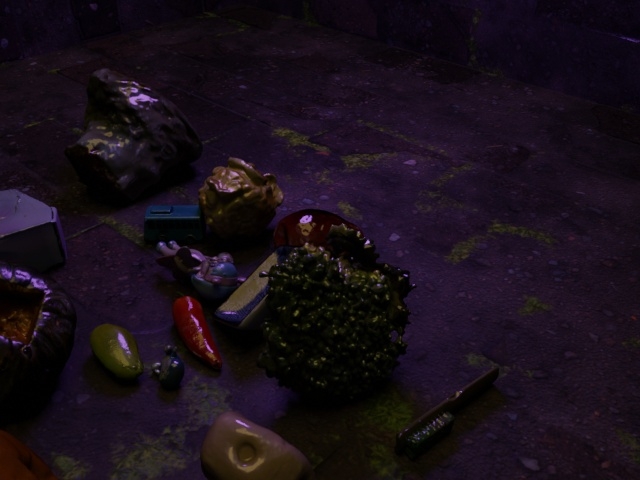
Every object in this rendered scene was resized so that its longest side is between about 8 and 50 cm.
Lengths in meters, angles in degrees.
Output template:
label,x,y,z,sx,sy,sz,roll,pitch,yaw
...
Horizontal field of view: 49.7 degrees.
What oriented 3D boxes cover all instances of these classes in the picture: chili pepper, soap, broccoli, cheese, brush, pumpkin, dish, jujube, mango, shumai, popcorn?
label,x,y,z,sx,sy,sz,roll,pitch,yaw
chili pepper,-0.280,0.188,1.520,0.071,0.063,0.272,-24,42,-12
soap,-0.872,0.002,1.715,0.445,0.156,0.261,-9,34,-14
broccoli,0.025,0.140,1.345,0.334,0.324,0.272,-6,49,-27
cheese,-0.108,0.371,1.120,0.117,0.235,0.218,-47,28,-24
brush,0.252,0.325,1.317,0.282,0.054,0.048,-26,51,-33
pumpkin,-0.642,0.179,1.358,0.320,0.192,0.321,19,45,-20
dish,-0.111,0.118,1.543,0.243,0.080,0.182,-47,20,-18
jujube,0.000,0.000,1.722,0.236,0.168,0.168,-2,29,-35
mango,-0.422,0.230,1.442,0.091,0.074,0.165,-25,41,-35
shumai,-0.574,-0.277,2.044,0.324,0.397,0.323,7,61,45
popcorn,-0.209,-0.112,1.809,0.216,0.235,0.181,-28,51,-2

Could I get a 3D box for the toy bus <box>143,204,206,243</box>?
label,x,y,z,sx,sy,sz,roll,pitch,yaw
toy bus,-0.390,-0.048,1.842,0.160,0.092,0.079,0,32,0

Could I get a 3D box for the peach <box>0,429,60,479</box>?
label,x,y,z,sx,sy,sz,roll,pitch,yaw
peach,-0.486,0.434,0.929,0.342,0.343,0.301,31,67,37

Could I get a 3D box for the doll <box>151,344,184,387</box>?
label,x,y,z,sx,sy,sz,roll,pitch,yaw
doll,-0.304,0.258,1.411,0.050,0.076,0.083,24,15,-29

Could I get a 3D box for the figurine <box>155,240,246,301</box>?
label,x,y,z,sx,sy,sz,roll,pitch,yaw
figurine,-0.287,0.069,1.682,0.260,0.103,0.205,24,5,34
